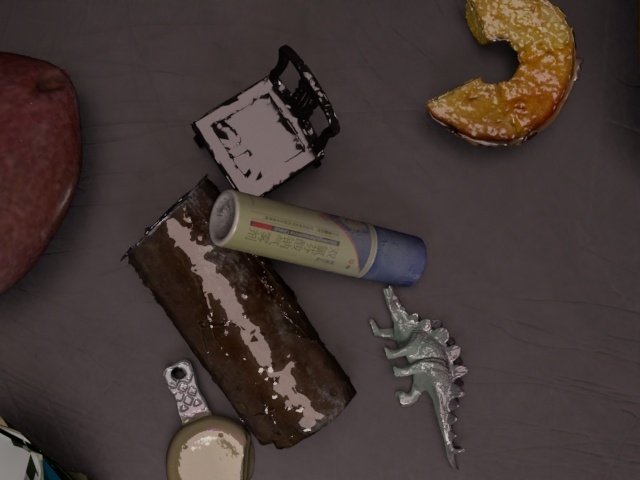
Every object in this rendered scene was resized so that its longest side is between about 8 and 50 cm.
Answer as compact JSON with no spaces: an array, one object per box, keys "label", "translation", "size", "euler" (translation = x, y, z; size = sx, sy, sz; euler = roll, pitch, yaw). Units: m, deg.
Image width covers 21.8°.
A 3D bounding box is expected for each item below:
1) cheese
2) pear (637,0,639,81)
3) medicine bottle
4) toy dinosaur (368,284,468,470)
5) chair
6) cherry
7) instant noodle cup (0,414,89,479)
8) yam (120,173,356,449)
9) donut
[{"label":"cheese","translation":[-0.116,0.208,1.728],"size":[0.092,0.047,0.171],"euler":[-2,85,-2]},{"label":"pear","translation":[0.488,-0.251,1.624],"size":[0.362,0.362,0.418],"euler":[26,113,1]},{"label":"medicine bottle","translation":[0.000,0.000,1.686],"size":[0.231,0.059,0.059],"euler":[13,85,-31]},{"label":"toy dinosaur","translation":[0.115,0.142,1.741],"size":[0.082,0.039,0.209],"euler":[-19,87,-4]},{"label":"chair","translation":[-0.056,-0.109,1.663],"size":[0.113,0.229,0.106],"euler":[-34,86,-6]},{"label":"cherry","translation":[-0.372,-0.072,1.665],"size":[0.307,0.221,0.261],"euler":[-43,96,-16]},{"label":"instant noodle cup","translation":[-0.330,0.283,1.611],"size":[0.240,0.178,0.240],"euler":[-6,58,9]},{"label":"yam","translation":[-0.086,0.079,1.704],"size":[0.131,0.131,0.279],"euler":[-35,90,-3]},{"label":"donut","translation":[0.195,-0.175,1.750],"size":[0.146,0.078,0.181],"euler":[19,79,0]}]
